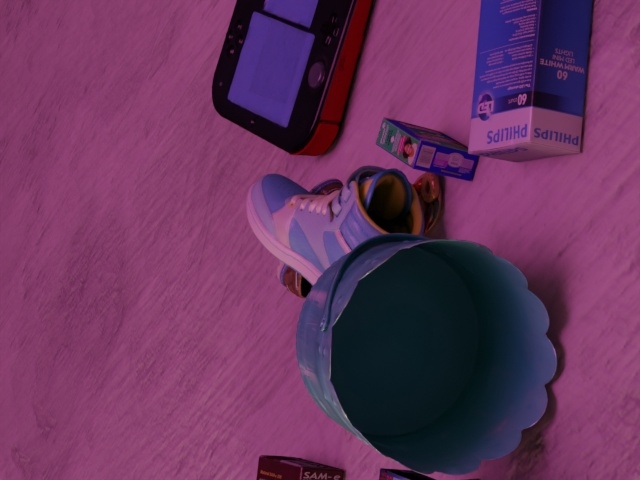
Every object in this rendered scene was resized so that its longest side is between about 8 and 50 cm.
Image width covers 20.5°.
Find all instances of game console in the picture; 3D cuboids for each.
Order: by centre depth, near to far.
[{"bbox_3d":[-0.043,-0.320,2.655,0.386,0.060,0.342,32,111,59],"label":"game console"}]

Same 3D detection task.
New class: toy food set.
[{"bbox_3d":[0.132,-0.047,2.294,0.083,0.020,0.082,-10,74,60],"label":"toy food set"}]

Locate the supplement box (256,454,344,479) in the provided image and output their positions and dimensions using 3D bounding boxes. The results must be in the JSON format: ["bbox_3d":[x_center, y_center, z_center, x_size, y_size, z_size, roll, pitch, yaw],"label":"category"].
[{"bbox_3d":[-0.040,0.423,2.430,0.130,0.073,0.239,3,86,61],"label":"supplement box"}]

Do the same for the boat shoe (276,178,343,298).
[{"bbox_3d":[0.000,0.000,2.493,0.066,0.066,0.183,49,128,41],"label":"boat shoe"}]

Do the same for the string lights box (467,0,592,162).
[{"bbox_3d":[0.247,-0.229,2.071,0.133,0.077,0.259,-5,78,62],"label":"string lights box"}]

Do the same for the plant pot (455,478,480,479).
[{"bbox_3d":[0.156,0.332,2.080,0.081,0.083,0.081,48,125,55],"label":"plant pot"}]

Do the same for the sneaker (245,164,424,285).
[{"bbox_3d":[0.028,-0.044,2.316,0.319,0.127,0.208,43,133,34],"label":"sneaker"}]

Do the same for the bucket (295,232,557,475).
[{"bbox_3d":[0.112,0.122,2.031,0.183,0.281,0.281,-167,86,-70],"label":"bucket"}]

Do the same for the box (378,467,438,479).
[{"bbox_3d":[0.115,0.349,1.973,0.233,0.044,0.159,180,97,-73],"label":"box"}]

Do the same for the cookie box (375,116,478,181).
[{"bbox_3d":[0.134,-0.116,2.235,0.107,0.092,0.040,38,113,58],"label":"cookie box"}]
